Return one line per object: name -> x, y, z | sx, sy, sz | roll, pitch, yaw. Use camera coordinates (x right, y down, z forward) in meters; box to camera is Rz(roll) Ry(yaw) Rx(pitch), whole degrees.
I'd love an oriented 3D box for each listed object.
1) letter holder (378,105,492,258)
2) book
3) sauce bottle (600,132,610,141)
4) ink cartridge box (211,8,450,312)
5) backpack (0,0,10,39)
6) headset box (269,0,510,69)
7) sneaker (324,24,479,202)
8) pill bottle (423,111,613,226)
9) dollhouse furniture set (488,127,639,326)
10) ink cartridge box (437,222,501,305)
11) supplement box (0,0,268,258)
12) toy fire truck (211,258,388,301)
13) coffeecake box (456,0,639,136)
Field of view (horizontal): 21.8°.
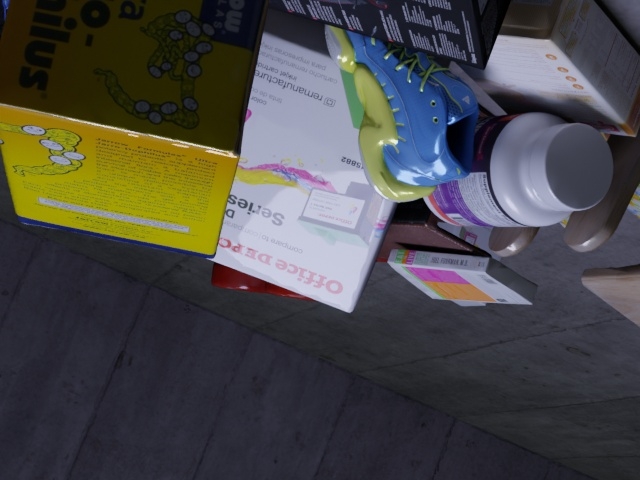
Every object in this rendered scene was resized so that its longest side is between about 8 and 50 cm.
letter holder -> 0.118, -0.050, 1.957 | 0.214, 0.152, 0.301 | 29, 165, -36
book -> 0.158, 0.040, 1.865 | 0.144, 0.035, 0.096 | 6, 162, 44
sauce bottle -> 0.283, -0.106, 1.709 | 0.042, 0.042, 0.128 | 26, 166, -17
ink cartridge box -> -0.008, -0.090, 1.727 | 0.201, 0.278, 0.117 | 21, -149, 3
backpack -> -0.397, -0.309, 1.808 | 0.158, 0.117, 0.173 | 23, 167, -3
headset box -> 0.008, -0.266, 1.361 | 0.293, 0.110, 0.218 | 18, 166, 16
sneaker -> 0.086, -0.157, 1.543 | 0.126, 0.240, 0.091 | -6, -164, 37
pill bottle -> 0.186, -0.067, 1.577 | 0.108, 0.108, 0.193 | 29, 167, -27
dollhouse furniture set -> 0.388, 0.085, 1.576 | 0.362, 0.256, 0.394 | 35, 163, -20
ink cartridge box -> 0.186, 0.012, 2.149 | 0.088, 0.122, 0.052 | 29, 161, -29
supplement box -> -0.157, -0.130, 1.412 | 0.195, 0.194, 0.356 | 11, 165, -4
toy fire truck -> 0.000, 0.000, 2.354 | 0.253, 0.169, 0.302 | 9, 179, -40
coffeecake box -> 0.202, -0.172, 1.517 | 0.142, 0.068, 0.185 | 12, 164, 39
